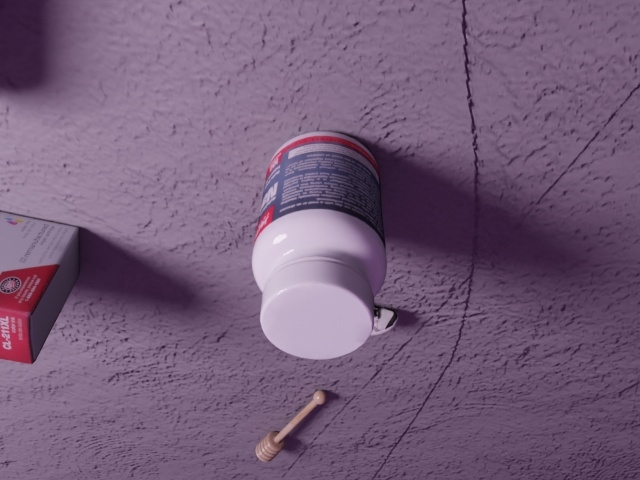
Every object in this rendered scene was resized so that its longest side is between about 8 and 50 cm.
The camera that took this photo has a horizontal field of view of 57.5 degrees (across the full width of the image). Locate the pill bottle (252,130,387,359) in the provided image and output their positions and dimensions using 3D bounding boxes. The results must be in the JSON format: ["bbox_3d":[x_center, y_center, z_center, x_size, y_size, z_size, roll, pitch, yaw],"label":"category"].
[{"bbox_3d":[0.000,0.000,0.477,0.108,0.180,0.108,1,130,1],"label":"pill bottle"}]

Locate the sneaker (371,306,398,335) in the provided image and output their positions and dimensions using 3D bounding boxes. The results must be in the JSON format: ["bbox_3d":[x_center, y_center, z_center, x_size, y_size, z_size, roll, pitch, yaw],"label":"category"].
[{"bbox_3d":[0.044,0.083,0.643,0.083,0.032,0.037,-4,131,5],"label":"sneaker"}]

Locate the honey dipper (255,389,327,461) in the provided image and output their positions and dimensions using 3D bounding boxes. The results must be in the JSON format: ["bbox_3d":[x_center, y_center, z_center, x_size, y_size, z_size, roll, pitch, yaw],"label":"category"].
[{"bbox_3d":[-0.037,0.251,0.796,0.030,0.030,0.161,27,123,-20],"label":"honey dipper"}]

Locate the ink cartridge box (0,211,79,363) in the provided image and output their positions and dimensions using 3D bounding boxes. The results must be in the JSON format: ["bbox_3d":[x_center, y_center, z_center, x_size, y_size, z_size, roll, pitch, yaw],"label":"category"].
[{"bbox_3d":[-0.338,0.033,0.553,0.175,0.127,0.072,12,129,-8],"label":"ink cartridge box"}]
